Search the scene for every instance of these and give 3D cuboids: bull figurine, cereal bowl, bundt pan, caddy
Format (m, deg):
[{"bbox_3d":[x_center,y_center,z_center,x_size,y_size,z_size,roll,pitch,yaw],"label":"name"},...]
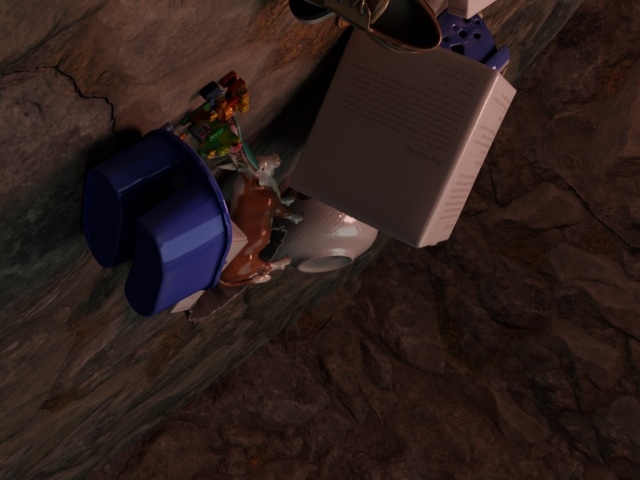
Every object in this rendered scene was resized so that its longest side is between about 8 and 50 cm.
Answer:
[{"bbox_3d":[-0.137,-0.043,1.847,0.188,0.101,0.310,14,102,-41],"label":"bull figurine"},{"bbox_3d":[0.000,0.000,2.321,0.338,0.141,0.339,-7,163,-2],"label":"cereal bowl"},{"bbox_3d":[-0.239,0.043,2.063,0.331,0.124,0.331,-43,168,-11],"label":"bundt pan"},{"bbox_3d":[-0.264,-0.031,1.418,0.179,0.241,0.341,-31,163,-31],"label":"caddy"}]

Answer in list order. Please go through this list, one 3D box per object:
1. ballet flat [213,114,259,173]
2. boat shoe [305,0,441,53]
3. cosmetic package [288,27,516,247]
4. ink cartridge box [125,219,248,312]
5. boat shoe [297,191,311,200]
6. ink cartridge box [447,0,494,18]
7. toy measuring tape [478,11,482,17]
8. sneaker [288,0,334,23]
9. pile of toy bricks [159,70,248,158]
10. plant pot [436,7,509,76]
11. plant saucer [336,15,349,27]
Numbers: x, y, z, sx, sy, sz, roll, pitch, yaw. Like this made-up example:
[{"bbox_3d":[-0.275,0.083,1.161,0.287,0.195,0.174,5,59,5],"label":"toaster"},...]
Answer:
[{"bbox_3d":[-0.180,-0.179,1.650,0.079,0.077,0.221,-27,163,-1],"label":"ballet flat"},{"bbox_3d":[0.065,-0.384,1.284,0.324,0.116,0.123,20,104,-33],"label":"boat shoe"},{"bbox_3d":[0.190,-0.230,1.866,0.394,0.327,0.329,-67,164,10],"label":"cosmetic package"},{"bbox_3d":[-0.279,0.022,1.759,0.212,0.154,0.093,-47,167,14],"label":"ink cartridge box"},{"bbox_3d":[-0.010,-0.188,2.253,0.183,0.066,0.066,-57,163,7],"label":"boat shoe"},{"bbox_3d":[0.409,-0.691,1.951,0.296,0.066,0.261,-38,142,-34],"label":"ink cartridge box"},{"bbox_3d":[0.519,-0.694,2.186,0.121,0.121,0.330,-36,165,-40],"label":"toy measuring tape"},{"bbox_3d":[0.070,-0.449,1.455,0.295,0.124,0.178,-45,160,-8],"label":"sneaker"},{"bbox_3d":[-0.184,-0.189,1.473,0.212,0.105,0.118,-42,168,-19],"label":"pile of toy bricks"},{"bbox_3d":[0.357,-0.454,2.230,0.236,0.212,0.236,-44,170,-6],"label":"plant pot"},{"bbox_3d":[0.065,-0.455,1.669,0.083,0.013,0.083,-43,168,-11],"label":"plant saucer"}]
